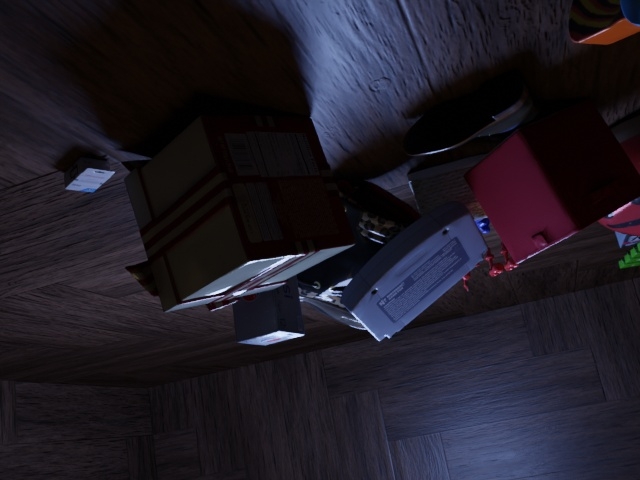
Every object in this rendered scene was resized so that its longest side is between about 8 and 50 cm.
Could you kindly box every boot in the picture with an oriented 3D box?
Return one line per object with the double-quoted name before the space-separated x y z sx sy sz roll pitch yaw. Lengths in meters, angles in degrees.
"boot" 0.247 -0.183 1.127 0.219 0.082 0.106 -24 156 32
"boot" 0.000 0.000 1.408 0.378 0.138 0.284 26 125 2

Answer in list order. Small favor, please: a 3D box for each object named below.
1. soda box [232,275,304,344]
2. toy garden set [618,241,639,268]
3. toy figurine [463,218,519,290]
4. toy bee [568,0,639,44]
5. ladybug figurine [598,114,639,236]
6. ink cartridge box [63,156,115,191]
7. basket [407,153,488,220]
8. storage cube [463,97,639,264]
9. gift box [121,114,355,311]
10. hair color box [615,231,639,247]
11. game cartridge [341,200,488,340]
"soda box" -0.110 0.047 1.305 0.098 0.286 0.091 -19 160 28
"toy garden set" 0.912 0.008 1.825 0.204 0.049 0.244 -10 164 7
"toy figurine" 0.316 -0.031 1.504 0.217 0.191 0.362 4 157 -27
"toy bee" 0.401 -0.308 0.747 0.195 0.162 0.298 -6 -171 -43
"ladybug figurine" 0.690 -0.119 1.324 0.305 0.161 0.449 31 149 -28
"ink cartridge box" -0.365 -0.106 1.098 0.048 0.028 0.083 5 157 -43
"basket" 0.270 -0.092 1.398 0.167 0.103 0.113 -13 162 13
"storage cube" 0.403 -0.100 1.218 0.184 0.193 0.215 -25 171 -25
"gift box" -0.151 -0.045 1.059 0.277 0.254 0.258 -3 161 -43
"hair color box" 0.838 -0.091 1.724 0.186 0.113 0.374 -15 162 15
"game cartridge" 0.184 0.059 1.349 0.294 0.060 0.196 -40 143 1
